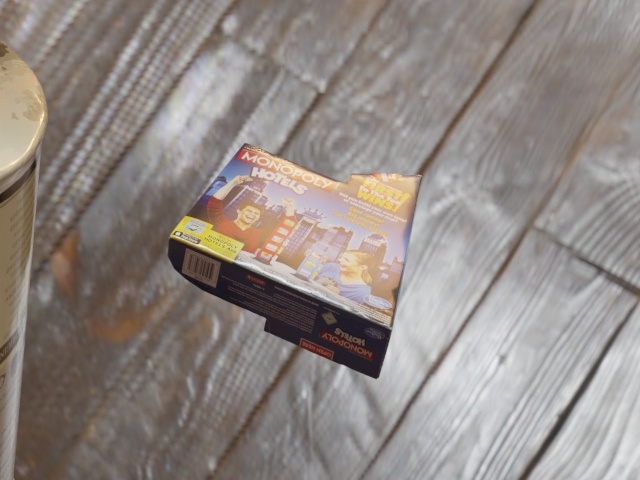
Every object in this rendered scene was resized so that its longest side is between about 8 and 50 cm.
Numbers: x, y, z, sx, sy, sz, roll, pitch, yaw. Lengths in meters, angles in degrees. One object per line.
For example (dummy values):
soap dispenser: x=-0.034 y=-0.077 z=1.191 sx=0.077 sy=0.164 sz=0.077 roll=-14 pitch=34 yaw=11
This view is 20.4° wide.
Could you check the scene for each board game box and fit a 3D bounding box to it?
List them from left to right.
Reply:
board game box: x=0.000 y=0.000 z=1.464 sx=0.194 sy=0.060 sz=0.194 roll=23 pitch=41 yaw=11

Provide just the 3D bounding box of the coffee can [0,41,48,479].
coffee can: x=-0.252 y=0.040 z=0.930 sx=0.202 sy=0.275 sz=0.201 roll=8 pitch=34 yaw=-5
